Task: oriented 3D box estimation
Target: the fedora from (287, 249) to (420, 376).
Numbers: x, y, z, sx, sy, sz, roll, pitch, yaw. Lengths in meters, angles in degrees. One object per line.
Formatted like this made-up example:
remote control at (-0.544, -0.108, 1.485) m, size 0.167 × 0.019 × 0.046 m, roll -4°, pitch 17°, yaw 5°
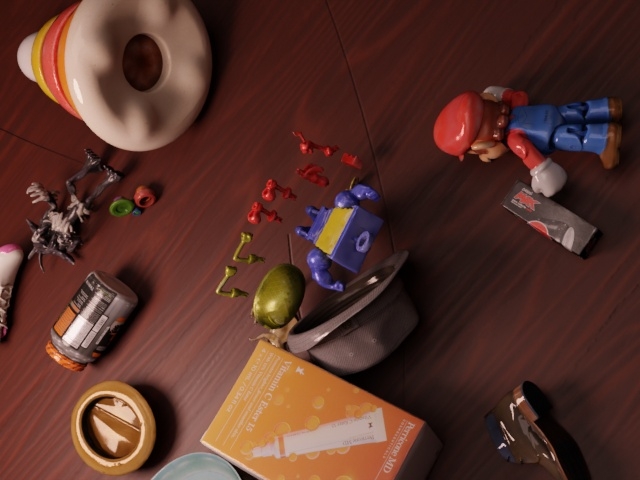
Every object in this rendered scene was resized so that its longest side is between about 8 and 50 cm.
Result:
fedora at (0.078, 0.146, 1.838) m, size 0.275 × 0.244 × 0.124 m, roll -35°, pitch 97°, yaw -2°

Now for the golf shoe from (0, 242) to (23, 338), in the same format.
golf shoe at (-0.715, 0.149, 2.242) m, size 0.140 × 0.115 × 0.306 m, roll 39°, pitch 102°, yaw 15°

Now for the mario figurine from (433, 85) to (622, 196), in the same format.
mario figurine at (0.359, -0.179, 1.812) m, size 0.320 × 0.198 × 0.170 m, roll 4°, pitch 107°, yaw 15°

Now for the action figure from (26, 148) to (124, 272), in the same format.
action figure at (-0.545, -0.063, 2.185) m, size 0.164 × 0.141 × 0.275 m, roll 39°, pitch 93°, yaw 25°

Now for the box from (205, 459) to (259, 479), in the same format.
box at (-0.196, 0.528, 1.955) m, size 0.225 × 0.036 × 0.136 m, roll -48°, pitch 64°, yaw 10°

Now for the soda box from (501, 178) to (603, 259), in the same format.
soda box at (0.401, -0.037, 1.797) m, size 0.169 × 0.053 × 0.060 m, roll 36°, pitch 95°, yaw 27°

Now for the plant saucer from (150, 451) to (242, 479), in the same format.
plant saucer at (-0.240, 0.548, 1.892) m, size 0.317 × 0.044 × 0.317 m, roll -22°, pitch 52°, yaw 31°

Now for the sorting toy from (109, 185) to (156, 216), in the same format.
sorting toy at (-0.394, -0.085, 2.164) m, size 0.102 × 0.061 × 0.042 m, roll -18°, pitch 55°, yaw -8°

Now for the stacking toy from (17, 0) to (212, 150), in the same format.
stacking toy at (-0.496, -0.376, 2.175) m, size 0.480 × 0.350 × 0.350 m, roll 10°, pitch 83°, yaw 42°

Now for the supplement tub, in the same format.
supplement tub at (-0.469, 0.166, 2.112) m, size 0.117 × 0.117 × 0.190 m, roll 39°, pitch 97°, yaw 26°

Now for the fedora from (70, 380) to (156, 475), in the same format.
fedora at (-0.400, 0.371, 2.057) m, size 0.194 × 0.079 × 0.194 m, roll -3°, pitch 81°, yaw 18°

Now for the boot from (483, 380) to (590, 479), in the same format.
boot at (0.363, 0.354, 1.732) m, size 0.106 × 0.082 × 0.219 m, roll -40°, pitch 68°, yaw 36°

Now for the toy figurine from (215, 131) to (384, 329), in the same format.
toy figurine at (0.000, 0.000, 1.837) m, size 0.217 × 0.191 × 0.362 m, roll 20°, pitch 79°, yaw 54°

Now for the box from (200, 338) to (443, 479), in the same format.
box at (0.005, 0.355, 1.803) m, size 0.345 × 0.168 × 0.215 m, roll 23°, pitch 74°, yaw 26°

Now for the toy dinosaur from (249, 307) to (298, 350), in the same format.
toy dinosaur at (-0.085, 0.153, 1.987) m, size 0.092 × 0.053 × 0.183 m, roll 6°, pitch 88°, yaw 10°
